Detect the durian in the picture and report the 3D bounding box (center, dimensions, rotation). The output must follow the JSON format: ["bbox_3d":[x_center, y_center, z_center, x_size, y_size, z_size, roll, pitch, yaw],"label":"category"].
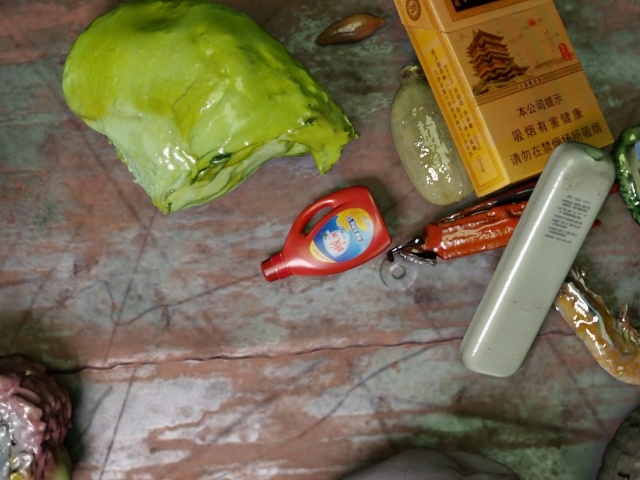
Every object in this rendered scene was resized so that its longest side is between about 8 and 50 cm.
[{"bbox_3d":[-0.151,-0.167,1.318,0.256,0.204,0.340,-43,85,11],"label":"durian"}]

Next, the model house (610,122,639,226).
[{"bbox_3d":[0.473,-0.081,1.292,0.214,0.189,0.195,-13,84,1],"label":"model house"}]

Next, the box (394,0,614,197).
[{"bbox_3d":[0.218,-0.208,1.331,0.174,0.076,0.274,-20,86,-28],"label":"box"}]

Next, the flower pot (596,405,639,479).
[{"bbox_3d":[0.455,0.323,1.257,0.301,0.213,0.302,0,86,3],"label":"flower pot"}]

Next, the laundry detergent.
[{"bbox_3d":[0.000,0.000,1.376,0.165,0.049,0.097,-25,79,2],"label":"laundry detergent"}]

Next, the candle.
[{"bbox_3d":[0.224,-0.027,1.364,0.301,0.059,0.084,-16,74,0],"label":"candle"}]

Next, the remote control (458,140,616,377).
[{"bbox_3d":[0.258,0.030,1.312,0.090,0.038,0.310,14,111,-22],"label":"remote control"}]

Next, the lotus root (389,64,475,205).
[{"bbox_3d":[0.135,-0.133,1.362,0.090,0.077,0.183,-18,88,1],"label":"lotus root"}]

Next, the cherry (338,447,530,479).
[{"bbox_3d":[0.100,0.378,1.233,0.334,0.291,0.326,10,52,42],"label":"cherry"}]

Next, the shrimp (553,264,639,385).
[{"bbox_3d":[0.369,0.069,1.357,0.152,0.046,0.219,-42,85,-1],"label":"shrimp"}]

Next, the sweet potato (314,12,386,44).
[{"bbox_3d":[0.037,-0.267,1.396,0.095,0.034,0.034,-20,86,-1],"label":"sweet potato"}]

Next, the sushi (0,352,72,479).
[{"bbox_3d":[-0.407,0.270,1.320,0.236,0.171,0.270,9,90,3],"label":"sushi"}]
